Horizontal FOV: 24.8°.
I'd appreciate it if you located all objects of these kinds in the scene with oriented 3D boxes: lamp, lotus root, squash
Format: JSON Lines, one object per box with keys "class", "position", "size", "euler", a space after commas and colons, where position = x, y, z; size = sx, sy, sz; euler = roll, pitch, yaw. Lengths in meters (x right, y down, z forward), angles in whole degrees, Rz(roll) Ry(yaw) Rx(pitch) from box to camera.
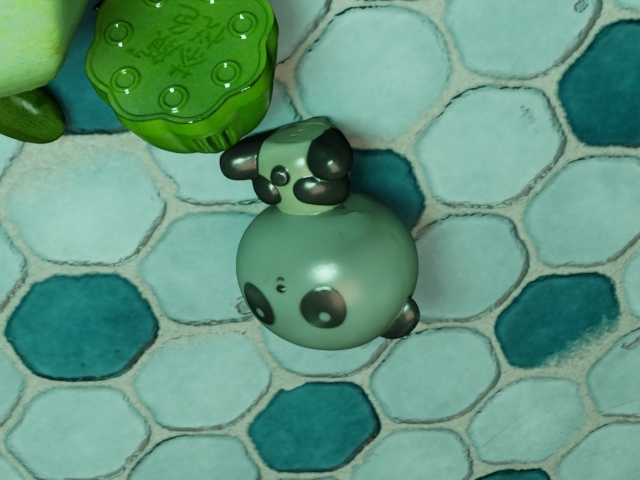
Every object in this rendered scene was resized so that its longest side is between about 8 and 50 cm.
{"class": "lamp", "position": [0.000, 0.000, 1.523], "size": [0.198, 0.197, 0.243], "euler": [-17, 116, -1]}
{"class": "lotus root", "position": [-0.115, -0.148, 1.388], "size": [0.186, 0.186, 0.186], "euler": [-8, 131, -9]}
{"class": "squash", "position": [-0.340, -0.159, 1.362], "size": [0.258, 0.069, 0.069], "euler": [32, 115, -35]}

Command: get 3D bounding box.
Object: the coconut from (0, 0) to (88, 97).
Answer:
{"class": "coconut", "position": [-0.312, -0.236, 1.148], "size": [0.329, 0.281, 0.328], "euler": [-19, 142, -15]}
